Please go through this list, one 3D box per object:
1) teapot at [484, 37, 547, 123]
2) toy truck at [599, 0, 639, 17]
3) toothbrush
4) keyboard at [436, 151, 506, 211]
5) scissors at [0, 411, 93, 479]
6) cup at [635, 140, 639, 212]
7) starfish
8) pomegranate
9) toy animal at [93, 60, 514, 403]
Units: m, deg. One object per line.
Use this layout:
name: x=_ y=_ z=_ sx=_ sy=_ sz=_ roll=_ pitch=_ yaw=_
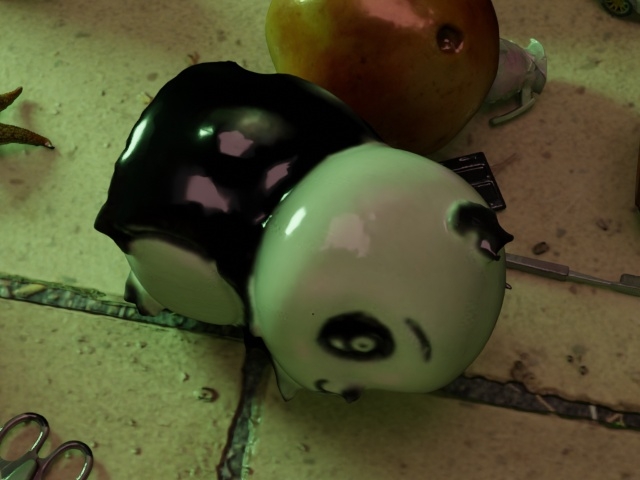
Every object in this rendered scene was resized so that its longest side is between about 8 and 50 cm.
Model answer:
teapot: x=0.176 y=-0.151 z=1.469 sx=0.064 sy=0.064 sz=0.083 roll=-4 pitch=92 yaw=-13
toy truck: x=0.378 y=-0.247 z=1.496 sx=0.227 sy=0.114 sz=0.098 roll=27 pitch=63 yaw=14
toothbrush: x=0.197 y=0.023 z=1.388 sx=0.194 sy=0.014 sz=0.017 roll=11 pitch=60 yaw=5
keyboard: x=0.063 y=-0.032 z=1.417 sx=0.202 sy=0.011 sz=0.067 roll=-14 pitch=63 yaw=-10
scissors: x=-0.259 y=0.216 z=1.252 sx=0.085 sy=0.022 sz=0.176 roll=31 pitch=60 yaw=14
cup: x=0.411 y=-0.050 z=1.370 sx=0.264 sy=0.182 sz=0.226 roll=6 pitch=91 yaw=9
starfish: x=-0.308 y=-0.090 z=1.419 sx=0.133 sy=0.041 sz=0.130 roll=-2 pitch=61 yaw=-3
pomegranate: x=0.057 y=-0.179 z=1.388 sx=0.209 sy=0.209 sz=0.209 roll=1 pitch=60 yaw=-2
toy animal: x=0.000 y=0.000 z=1.256 sx=0.310 sy=0.251 sz=0.251 roll=23 pitch=61 yaw=14
